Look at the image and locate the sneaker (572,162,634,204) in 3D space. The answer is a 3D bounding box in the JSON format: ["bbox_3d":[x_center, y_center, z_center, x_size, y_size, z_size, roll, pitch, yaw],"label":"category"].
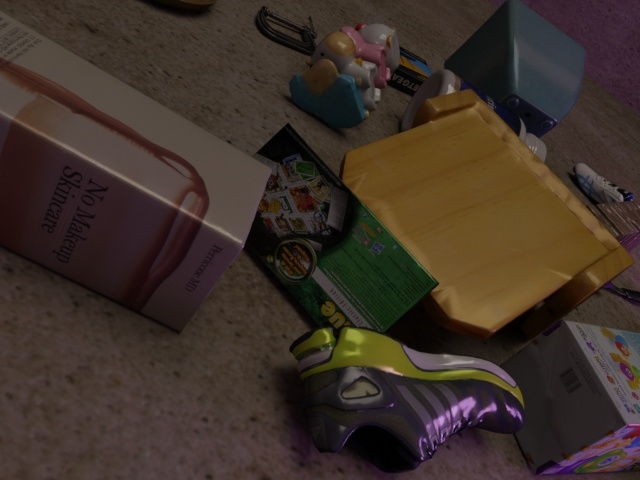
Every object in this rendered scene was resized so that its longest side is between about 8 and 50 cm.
[{"bbox_3d":[0.751,-0.120,1.557,0.085,0.086,0.237,-4,52,-42],"label":"sneaker"}]

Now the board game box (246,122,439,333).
[{"bbox_3d":[0.000,0.000,0.703,0.260,0.136,0.030,48,2,12],"label":"board game box"}]

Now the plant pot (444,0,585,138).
[{"bbox_3d":[0.456,-0.356,1.426,0.247,0.248,0.252,26,53,-19],"label":"plant pot"}]

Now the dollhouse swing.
[{"bbox_3d":[0.199,0.005,0.892,0.305,0.315,0.347,-31,70,-16],"label":"dollhouse swing"}]

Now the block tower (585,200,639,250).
[{"bbox_3d":[0.657,-0.025,1.359,0.335,0.097,0.091,-6,55,-47],"label":"block tower"}]

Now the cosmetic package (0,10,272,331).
[{"bbox_3d":[-0.215,-0.059,0.553,0.296,0.153,0.129,28,38,-14],"label":"cosmetic package"}]

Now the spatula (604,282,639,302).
[{"bbox_3d":[0.618,0.095,1.243,0.296,0.030,0.084,21,37,-25],"label":"spatula"}]

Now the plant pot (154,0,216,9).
[{"bbox_3d":[-0.288,-0.477,1.051,0.236,0.032,0.236,25,37,-20],"label":"plant pot"}]

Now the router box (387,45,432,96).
[{"bbox_3d":[0.178,-0.398,1.375,0.178,0.046,0.133,17,41,-29],"label":"router box"}]

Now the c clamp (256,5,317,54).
[{"bbox_3d":[-0.066,-0.429,1.214,0.160,0.022,0.137,8,51,-39],"label":"c clamp"}]

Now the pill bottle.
[{"bbox_3d":[0.305,-0.207,1.188,0.264,0.153,0.153,28,37,-18],"label":"pill bottle"}]

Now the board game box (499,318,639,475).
[{"bbox_3d":[0.389,0.215,0.805,0.275,0.142,0.144,13,43,-32],"label":"board game box"}]

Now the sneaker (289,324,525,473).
[{"bbox_3d":[0.099,0.183,0.632,0.299,0.111,0.121,17,57,-26],"label":"sneaker"}]

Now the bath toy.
[{"bbox_3d":[0.056,-0.334,1.137,0.348,0.129,0.151,-59,141,-53],"label":"bath toy"}]
